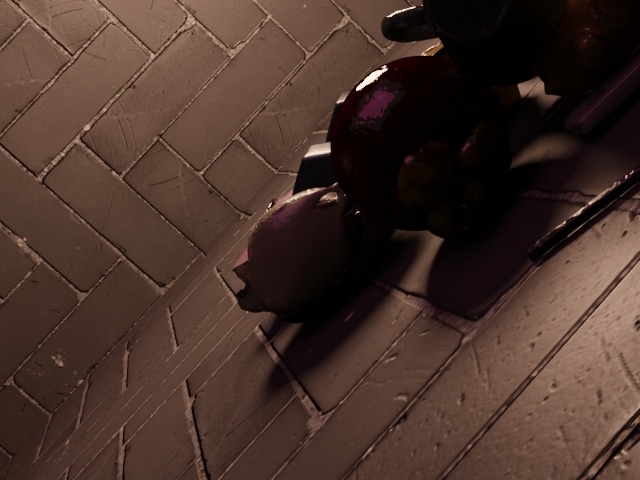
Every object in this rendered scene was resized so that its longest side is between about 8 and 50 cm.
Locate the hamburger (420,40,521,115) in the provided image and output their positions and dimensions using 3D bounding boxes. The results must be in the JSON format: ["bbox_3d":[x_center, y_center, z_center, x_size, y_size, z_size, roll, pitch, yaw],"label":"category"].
[{"bbox_3d":[0.173,-0.192,1.538,0.237,0.149,0.237,-37,9,7],"label":"hamburger"}]

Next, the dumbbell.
[{"bbox_3d":[0.061,-0.135,1.748,0.316,0.144,0.156,-64,-8,-59],"label":"dumbbell"}]

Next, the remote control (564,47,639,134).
[{"bbox_3d":[0.365,-0.204,1.142,0.261,0.029,0.067,-44,7,6],"label":"remote control"}]

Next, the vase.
[{"bbox_3d":[0.188,-0.268,1.287,0.251,0.156,0.301,-4,4,17],"label":"vase"}]

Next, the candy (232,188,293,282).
[{"bbox_3d":[-0.033,-0.016,1.790,0.155,0.116,0.265,-40,12,30],"label":"candy"}]

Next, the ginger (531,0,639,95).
[{"bbox_3d":[0.322,-0.298,1.110,0.348,0.122,0.363,-66,-11,15],"label":"ginger"}]

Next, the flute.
[{"bbox_3d":[0.285,-0.063,0.950,0.269,0.014,0.014,-41,11,28],"label":"flute"}]

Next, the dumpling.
[{"bbox_3d":[0.007,0.013,1.507,0.293,0.163,0.204,-44,-24,21],"label":"dumpling"}]

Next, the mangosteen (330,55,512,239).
[{"bbox_3d":[0.125,-0.097,1.253,0.215,0.215,0.257,-44,32,15],"label":"mangosteen"}]
